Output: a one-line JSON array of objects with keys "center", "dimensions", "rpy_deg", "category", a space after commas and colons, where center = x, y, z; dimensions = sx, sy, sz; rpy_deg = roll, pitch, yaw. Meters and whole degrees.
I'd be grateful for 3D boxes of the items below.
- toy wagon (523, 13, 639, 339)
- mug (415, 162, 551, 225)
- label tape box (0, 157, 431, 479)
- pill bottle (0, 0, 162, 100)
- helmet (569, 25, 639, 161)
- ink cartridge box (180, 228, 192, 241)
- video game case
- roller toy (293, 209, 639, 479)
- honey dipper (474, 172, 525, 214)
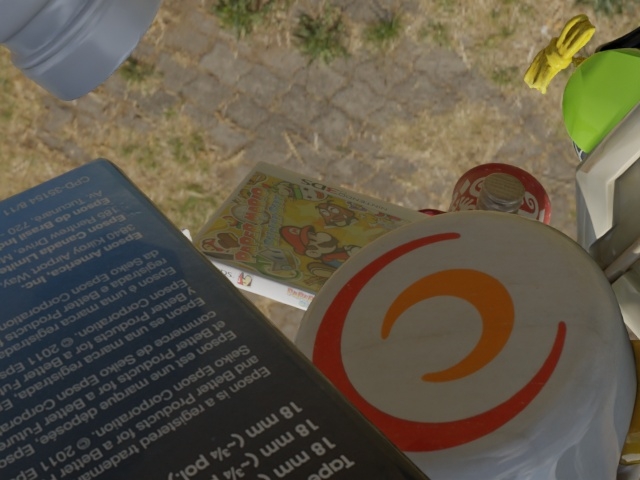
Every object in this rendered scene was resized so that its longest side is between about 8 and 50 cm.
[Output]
[{"center": [0.285, -0.025, 0.664], "dimensions": [0.344, 0.068, 0.267], "rpy_deg": [52, 129, 18], "category": "toy wagon"}, {"center": [0.161, 0.016, 1.022], "dimensions": [0.150, 0.169, 0.113], "rpy_deg": [-27, 111, 38], "category": "mug"}, {"center": [-0.096, 0.128, 0.332], "dimensions": [0.240, 0.333, 0.106], "rpy_deg": [-29, 136, -23], "category": "label tape box"}, {"center": [-0.142, -0.129, 0.350], "dimensions": [0.094, 0.094, 0.169], "rpy_deg": [-24, 133, 32], "category": "pill bottle"}, {"center": [0.298, -0.106, 0.818], "dimensions": [0.161, 0.169, 0.169], "rpy_deg": [-27, 129, 17], "category": "helmet"}, {"center": [-0.162, 0.063, 0.716], "dimensions": [0.179, 0.045, 0.145], "rpy_deg": [-12, 113, 6], "category": "ink cartridge box"}, {"center": [0.000, 0.000, 0.934], "dimensions": [0.206, 0.227, 0.026], "rpy_deg": [18, 119, 6], "category": "video game case"}, {"center": [0.092, 0.091, 0.567], "dimensions": [0.209, 0.191, 0.146], "rpy_deg": [-37, 133, -5], "category": "roller toy"}, {"center": [0.114, 0.020, 0.697], "dimensions": [0.030, 0.030, 0.161], "rpy_deg": [10, 134, -1], "category": "honey dipper"}]
